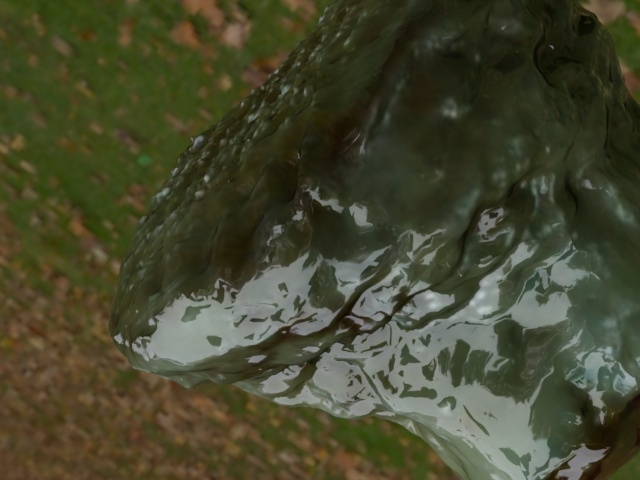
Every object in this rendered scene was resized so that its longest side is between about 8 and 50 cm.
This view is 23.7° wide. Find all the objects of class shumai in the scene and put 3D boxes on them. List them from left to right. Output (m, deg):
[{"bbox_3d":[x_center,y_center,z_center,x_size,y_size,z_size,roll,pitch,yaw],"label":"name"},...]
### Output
[{"bbox_3d":[0.088,0.000,0.954,0.323,0.397,0.324,42,141,-10],"label":"shumai"}]
